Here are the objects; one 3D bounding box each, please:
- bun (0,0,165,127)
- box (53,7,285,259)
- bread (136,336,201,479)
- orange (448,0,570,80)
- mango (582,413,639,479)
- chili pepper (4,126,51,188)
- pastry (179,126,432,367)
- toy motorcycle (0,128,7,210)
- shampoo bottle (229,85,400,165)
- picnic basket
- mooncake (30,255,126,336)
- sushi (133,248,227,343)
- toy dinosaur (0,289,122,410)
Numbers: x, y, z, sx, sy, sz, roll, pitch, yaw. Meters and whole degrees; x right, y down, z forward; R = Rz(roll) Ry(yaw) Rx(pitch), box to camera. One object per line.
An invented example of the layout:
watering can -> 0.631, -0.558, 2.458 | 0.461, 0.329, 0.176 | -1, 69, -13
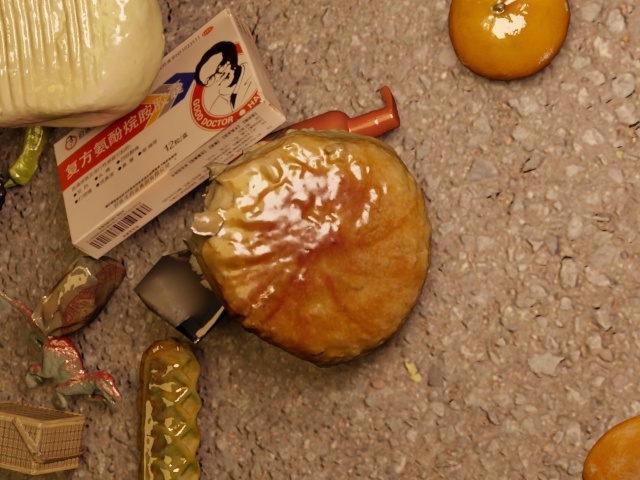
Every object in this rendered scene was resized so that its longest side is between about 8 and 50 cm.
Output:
bun -> -0.382, -0.319, 1.472 | 0.361, 0.213, 0.361 | 0, 100, 2
box -> -0.227, -0.154, 1.519 | 0.353, 0.069, 0.214 | -33, 50, 15
bread -> -0.215, 0.272, 1.495 | 0.087, 0.098, 0.269 | 2, 84, -20
orange -> 0.239, -0.282, 1.347 | 0.156, 0.124, 0.156 | -2, 85, 26
mango -> 0.477, 0.285, 1.147 | 0.384, 0.199, 0.221 | -2, 84, 21
chili pepper -> -0.449, -0.176, 1.667 | 0.049, 0.043, 0.208 | 10, 83, 60
pastry -> 0.000, 0.000, 1.351 | 0.329, 0.136, 0.330 | -1, 94, -10
toy motorcycle -> -0.576, -0.096, 1.644 | 0.401, 0.134, 0.207 | -46, 74, 28
shampoo bottle -> -0.005, -0.132, 1.456 | 0.244, 0.085, 0.085 | -21, 77, 18
picnic basket -> -0.443, 0.292, 1.571 | 0.164, 0.115, 0.079 | 6, 89, 23
mooncake -> -0.352, 0.080, 1.552 | 0.073, 0.125, 0.130 | 39, 102, 3
sushi -> -0.113, 0.026, 1.483 | 0.273, 0.109, 0.134 | -47, 66, -4
toy dinosaur -> -0.399, 0.159, 1.578 | 0.167, 0.053, 0.242 | -31, 87, 42
